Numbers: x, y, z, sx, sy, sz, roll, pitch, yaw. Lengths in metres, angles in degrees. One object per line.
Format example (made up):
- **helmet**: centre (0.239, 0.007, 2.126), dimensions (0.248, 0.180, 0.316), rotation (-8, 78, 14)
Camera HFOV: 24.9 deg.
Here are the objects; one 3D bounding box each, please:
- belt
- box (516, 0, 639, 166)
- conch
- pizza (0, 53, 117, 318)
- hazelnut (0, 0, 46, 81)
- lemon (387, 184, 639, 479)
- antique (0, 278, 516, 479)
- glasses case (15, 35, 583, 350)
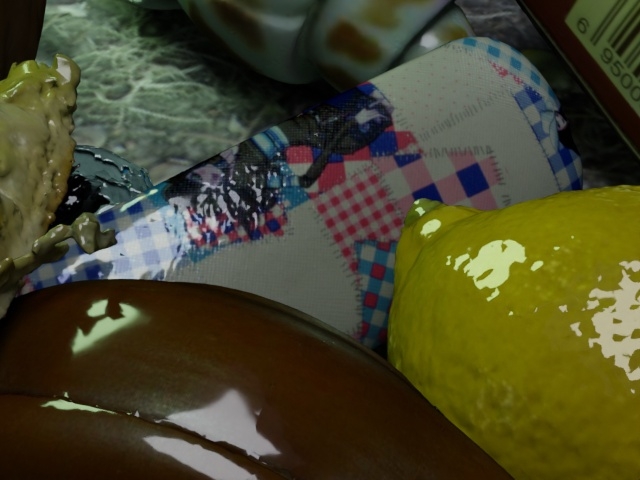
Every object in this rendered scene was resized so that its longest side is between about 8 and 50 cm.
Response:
- **belt**: centre (-0.145, 0.006, 0.768), dimensions (0.105, 0.058, 0.140), rotation (31, 54, 20)
- **box**: centre (0.334, -0.150, 0.809), dimensions (0.385, 0.122, 0.345), rotation (-28, 75, -24)
- **conch**: centre (-0.032, -0.213, 0.882), dimensions (0.197, 0.249, 0.368), rotation (8, 54, -42)
- **pizza**: centre (-0.195, 0.022, 0.522), dimensions (0.279, 0.075, 0.288), rotation (9, 52, 38)
- **hazelnut**: centre (-0.311, -0.116, 0.709), dimensions (0.372, 0.315, 0.372), rotation (-27, 14, 7)
- **lemon**: centre (0.133, 0.063, 0.642), dimensions (0.244, 0.187, 0.187), rotation (30, 54, 13)
- **antique**: centre (-0.038, 0.112, 0.569), dimensions (0.278, 0.224, 0.129), rotation (11, 51, 20)
- **glasses case**: centre (0.000, 0.000, 0.743), dimensions (0.327, 0.076, 0.125), rotation (-29, 89, -24)
